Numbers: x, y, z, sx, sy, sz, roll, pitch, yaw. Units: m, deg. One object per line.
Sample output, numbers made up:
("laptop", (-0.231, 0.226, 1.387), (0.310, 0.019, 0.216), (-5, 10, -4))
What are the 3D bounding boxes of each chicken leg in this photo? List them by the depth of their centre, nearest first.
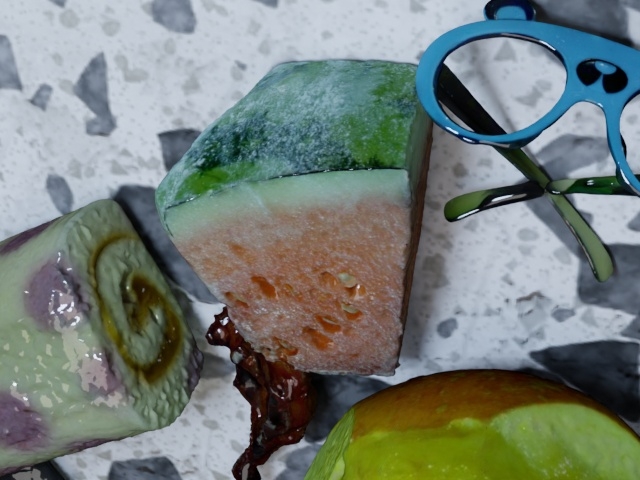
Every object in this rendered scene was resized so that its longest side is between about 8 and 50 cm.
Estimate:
("chicken leg", (-0.045, 0.122, 1.564), (0.089, 0.048, 0.219), (7, 128, 21))

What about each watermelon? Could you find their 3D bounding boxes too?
("watermelon", (0.000, 0.000, 1.416), (0.193, 0.140, 0.257), (0, 135, 17))

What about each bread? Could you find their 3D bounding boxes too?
("bread", (-0.278, 0.105, 1.578), (0.338, 0.155, 0.187), (-19, 112, 33))

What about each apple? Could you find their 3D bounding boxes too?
("apple", (0.107, 0.299, 1.445), (0.374, 0.374, 0.384), (6, 128, 19))

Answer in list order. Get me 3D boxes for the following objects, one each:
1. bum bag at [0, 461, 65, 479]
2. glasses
("bum bag", (-0.351, 0.282, 1.799), (0.310, 0.074, 0.137), (-12, 110, 29))
("glasses", (0.173, -0.041, 1.313), (0.239, 0.102, 0.207), (18, 130, 8))
